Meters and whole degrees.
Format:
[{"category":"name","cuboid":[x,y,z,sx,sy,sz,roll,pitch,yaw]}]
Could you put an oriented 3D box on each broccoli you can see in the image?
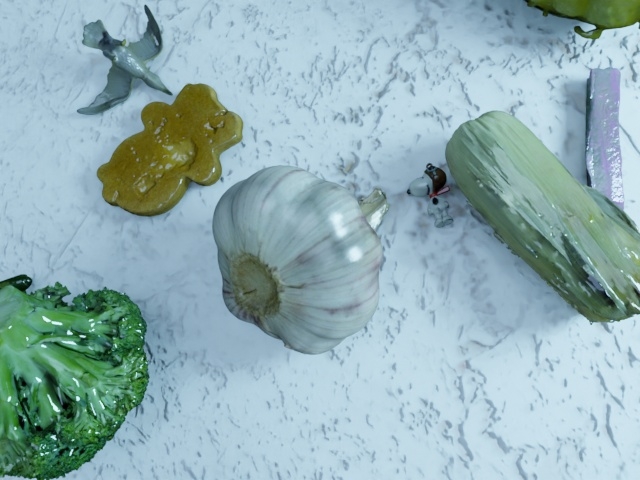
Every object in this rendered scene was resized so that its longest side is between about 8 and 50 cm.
[{"category":"broccoli","cuboid":[-0.356,0.173,0.710,0.262,0.241,0.269,17,51,35]}]

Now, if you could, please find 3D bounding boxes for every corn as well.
[{"category":"corn","cuboid":[0.280,-0.033,0.665,0.122,0.123,0.305,-48,70,26]}]

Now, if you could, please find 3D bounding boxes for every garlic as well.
[{"category":"garlic","cuboid":[0.000,0.000,0.706,0.245,0.245,0.253,42,52,18]}]

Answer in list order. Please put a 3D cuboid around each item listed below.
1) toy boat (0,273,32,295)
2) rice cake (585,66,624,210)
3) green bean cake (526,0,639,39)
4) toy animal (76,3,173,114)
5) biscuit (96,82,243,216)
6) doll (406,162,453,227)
[{"category":"toy boat","cuboid":[-0.534,0.125,0.841,0.210,0.052,0.104,-17,76,7]},{"category":"rice cake","cuboid":[0.378,-0.133,0.715,0.047,0.036,0.206,2,77,21]},{"category":"green bean cake","cuboid":[0.361,-0.430,0.720,0.310,0.202,0.285,38,75,17]},{"category":"toy animal","cuboid":[-0.313,-0.283,0.872,0.155,0.095,0.219,35,87,22]},{"category":"biscuit","cuboid":[-0.239,-0.135,0.849,0.249,0.035,0.184,-44,71,0]},{"category":"doll","cuboid":[0.160,-0.063,0.744,0.058,0.040,0.085,-42,67,13]}]
